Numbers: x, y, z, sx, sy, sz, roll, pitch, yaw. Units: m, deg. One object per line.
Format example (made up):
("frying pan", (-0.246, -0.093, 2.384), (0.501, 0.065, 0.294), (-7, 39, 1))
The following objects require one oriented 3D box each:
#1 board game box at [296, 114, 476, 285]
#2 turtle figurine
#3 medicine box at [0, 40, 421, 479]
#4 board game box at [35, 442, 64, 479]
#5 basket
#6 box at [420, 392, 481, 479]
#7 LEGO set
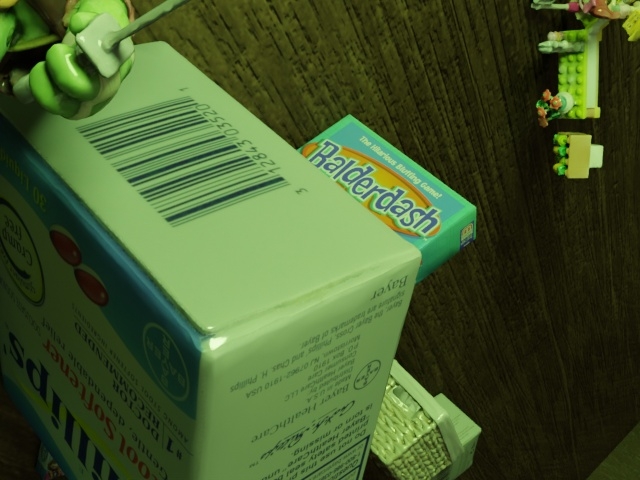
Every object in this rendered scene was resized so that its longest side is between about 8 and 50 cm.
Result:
("board game box", (0.000, 0.000, 0.770), (0.210, 0.160, 0.047), (-37, 146, -20))
("turtle figurine", (-0.175, -0.127, 0.395), (0.266, 0.274, 0.198), (-45, 114, 1))
("medicine box", (-0.098, 0.063, 0.618), (0.149, 0.263, 0.289), (-23, 139, -34))
("board game box", (-0.205, 0.166, 0.827), (0.090, 0.020, 0.090), (-13, 132, -43))
("basket", (0.107, 0.251, 1.212), (0.103, 0.113, 0.167), (-41, 147, -8))
("box", (0.169, 0.305, 1.367), (0.102, 0.087, 0.101), (-31, 144, -28))
("LEGO set", (0.264, -0.197, 0.929), (0.107, 0.132, 0.287), (-8, 137, -36))
